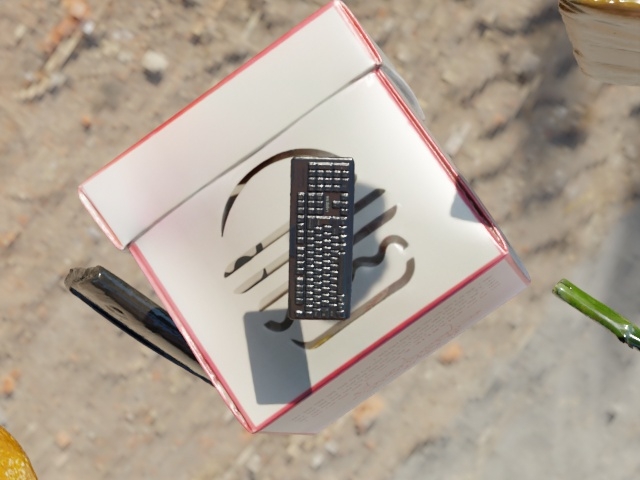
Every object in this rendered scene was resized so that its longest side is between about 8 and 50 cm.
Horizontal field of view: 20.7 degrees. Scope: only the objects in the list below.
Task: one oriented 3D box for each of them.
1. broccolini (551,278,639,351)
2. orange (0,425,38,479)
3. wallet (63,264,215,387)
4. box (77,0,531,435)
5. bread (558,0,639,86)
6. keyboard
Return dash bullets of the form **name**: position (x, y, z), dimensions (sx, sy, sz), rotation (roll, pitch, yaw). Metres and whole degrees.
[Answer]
- **broccolini**: position (0.295, 0.100, 1.438), dimensions (0.051, 0.239, 0.054), rotation (-62, 172, 5)
- **orange**: position (-0.208, 0.142, 0.891), dimensions (0.135, 0.135, 0.118), rotation (-33, 136, -27)
- **wallet**: position (-0.181, 0.134, 2.230), dimensions (0.321, 0.170, 0.044), rotation (37, 77, -15)
- **box**: position (0.000, -0.006, 1.749), dimensions (0.314, 0.300, 0.312), rotation (-35, 168, 5)
- **bread**: position (0.277, -0.186, 1.446), dimensions (0.361, 0.138, 0.077), rotation (19, 78, -78)
- **keyboard**: position (0.000, 0.000, 1.394), dimensions (0.053, 0.010, 0.155), rotation (1, 123, 0)
